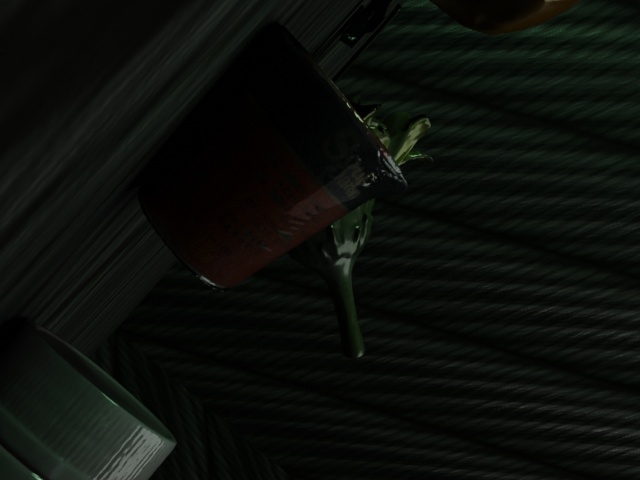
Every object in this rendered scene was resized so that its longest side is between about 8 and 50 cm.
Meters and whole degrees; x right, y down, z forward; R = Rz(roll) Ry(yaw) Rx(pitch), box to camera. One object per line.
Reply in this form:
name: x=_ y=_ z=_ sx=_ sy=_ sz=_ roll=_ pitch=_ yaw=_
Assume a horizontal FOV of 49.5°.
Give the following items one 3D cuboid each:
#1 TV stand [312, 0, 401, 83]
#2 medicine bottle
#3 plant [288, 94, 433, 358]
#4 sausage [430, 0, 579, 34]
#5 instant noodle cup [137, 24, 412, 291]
TV stand: x=0.033 y=-0.229 z=0.800 sx=0.249 sy=0.042 sz=0.036 roll=-48 pitch=-178 yaw=0
medicine bottle: x=-0.216 y=0.181 z=0.415 sx=0.249 sy=0.133 sz=0.133 roll=-50 pitch=-173 yaw=-16
plant: x=-0.009 y=-0.034 z=0.774 sx=0.306 sy=0.296 sz=0.261 roll=-13 pitch=156 yaw=3
sausage: x=0.185 y=-0.275 z=0.479 sx=0.354 sy=0.134 sz=0.116 roll=-49 pitch=162 yaw=-28
instant noodle cup: x=-0.035 y=-0.043 z=0.436 sx=0.136 sy=0.127 sz=0.127 roll=-39 pitch=-172 yaw=8
